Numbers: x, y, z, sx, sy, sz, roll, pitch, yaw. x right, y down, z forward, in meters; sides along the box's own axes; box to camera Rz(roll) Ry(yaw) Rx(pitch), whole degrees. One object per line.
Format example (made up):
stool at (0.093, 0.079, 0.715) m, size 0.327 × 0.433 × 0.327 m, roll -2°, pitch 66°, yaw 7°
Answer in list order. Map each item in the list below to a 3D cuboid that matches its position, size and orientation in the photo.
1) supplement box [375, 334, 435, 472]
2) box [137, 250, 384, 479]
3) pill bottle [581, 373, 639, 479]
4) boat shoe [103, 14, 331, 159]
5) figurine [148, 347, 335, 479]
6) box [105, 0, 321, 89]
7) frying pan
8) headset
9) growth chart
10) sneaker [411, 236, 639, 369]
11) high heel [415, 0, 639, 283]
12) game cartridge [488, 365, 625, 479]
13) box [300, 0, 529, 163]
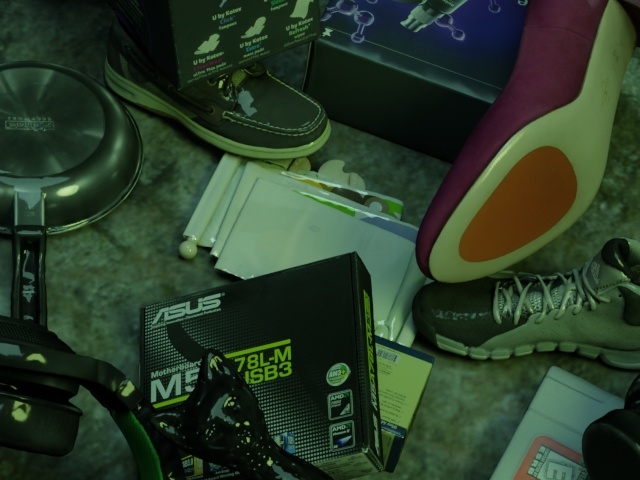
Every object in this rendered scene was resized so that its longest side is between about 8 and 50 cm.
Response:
supplement box at (0.037, 0.125, 1.498) m, size 0.083 × 0.056 × 0.083 m, roll 20°, pitch 53°, yaw 7°
box at (-0.049, 0.112, 1.453) m, size 0.191 × 0.045 × 0.184 m, roll -14°, pitch 54°, yaw 16°
pill bottle at (0.312, 0.132, 1.431) m, size 0.219 × 0.123 × 0.123 m, roll -27°, pitch 62°, yaw -24°
boat shoe at (-0.095, -0.139, 1.650) m, size 0.224 × 0.073 × 0.080 m, roll 23°, pitch 53°, yaw 20°
figurine at (-0.078, 0.217, 1.312) m, size 0.215 × 0.092 × 0.209 m, roll -46°, pitch 108°, yaw -19°
box at (-0.103, -0.291, 1.559) m, size 0.143 × 0.270 × 0.165 m, roll -23°, pitch 46°, yaw -19°
frying pan at (-0.270, -0.042, 1.586) m, size 0.197 × 0.053 × 0.326 m, roll 18°, pitch 50°, yaw 5°
headset at (-0.276, 0.146, 1.323) m, size 0.394 × 0.185 × 0.243 m, roll 45°, pitch 68°, yaw -21°
growth chart at (0.000, 0.000, 1.609) m, size 0.237 × 0.021 × 0.172 m, roll 27°, pitch 53°, yaw 11°
sneaker at (0.196, 0.037, 1.536) m, size 0.229 × 0.132 × 0.086 m, roll 4°, pitch 56°, yaw -9°
high heel at (0.170, -0.118, 1.581) m, size 0.377 × 0.127 × 0.181 m, roll -43°, pitch 43°, yaw -21°
game cartridge at (0.207, 0.246, 1.439) m, size 0.196 × 0.060 × 0.294 m, roll 28°, pitch 54°, yaw 7°
box at (0.135, -0.169, 1.710) m, size 0.261 × 0.103 × 0.184 m, roll 20°, pitch 56°, yaw 6°
